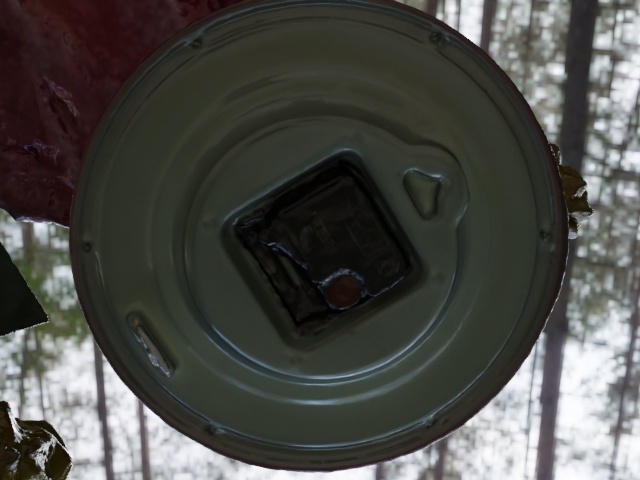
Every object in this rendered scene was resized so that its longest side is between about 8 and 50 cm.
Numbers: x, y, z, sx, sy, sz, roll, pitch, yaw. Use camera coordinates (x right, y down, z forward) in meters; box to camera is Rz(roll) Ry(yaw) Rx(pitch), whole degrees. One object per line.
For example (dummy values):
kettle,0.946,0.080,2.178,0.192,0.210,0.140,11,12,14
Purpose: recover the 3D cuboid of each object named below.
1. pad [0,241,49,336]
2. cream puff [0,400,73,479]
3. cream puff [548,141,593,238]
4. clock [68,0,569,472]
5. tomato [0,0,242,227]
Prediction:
pad,-0.332,0.003,1.012,0.005,0.202,0.300,-35,176,17
cream puff,-0.181,0.129,0.601,0.146,0.146,0.116,4,165,5
cream puff,0.175,-0.037,1.056,0.083,0.083,0.058,0,-168,28
clock,0.000,0.000,0.648,0.244,0.245,0.056,-1,-167,-5
tomato,-0.144,-0.153,0.932,0.334,0.290,0.176,-32,176,14
